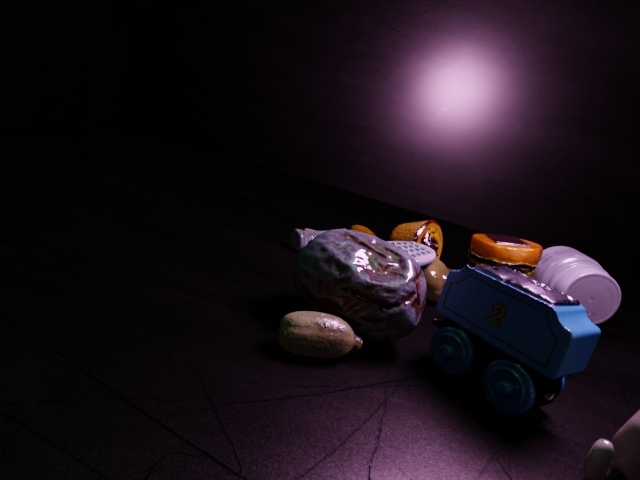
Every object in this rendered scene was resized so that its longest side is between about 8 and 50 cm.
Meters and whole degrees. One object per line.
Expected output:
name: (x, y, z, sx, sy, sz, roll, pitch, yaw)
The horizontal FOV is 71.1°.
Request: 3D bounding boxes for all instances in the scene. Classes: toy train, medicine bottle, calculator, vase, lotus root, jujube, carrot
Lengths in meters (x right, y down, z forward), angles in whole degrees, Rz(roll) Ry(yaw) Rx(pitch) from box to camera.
toy train: (0.394, 0.196, 0.965, 0.188, 0.265, 0.300, 4, 18, -39)
medicine bottle: (0.949, 0.169, 1.696, 0.245, 0.245, 0.306, 17, 15, 1)
calculator: (0.221, 0.048, 1.387, 0.295, 0.042, 0.184, -6, 22, -25)
vase: (0.000, 0.000, 1.611, 0.219, 0.096, 0.096, 2, 20, -35)
lotus root: (0.004, 0.192, 0.906, 0.183, 0.090, 0.077, 14, -13, -17)
jujube: (0.099, 0.109, 1.055, 0.308, 0.215, 0.246, 32, 43, 24)
carrot: (0.182, 0.031, 1.644, 0.114, 0.114, 0.302, 9, 19, -26)

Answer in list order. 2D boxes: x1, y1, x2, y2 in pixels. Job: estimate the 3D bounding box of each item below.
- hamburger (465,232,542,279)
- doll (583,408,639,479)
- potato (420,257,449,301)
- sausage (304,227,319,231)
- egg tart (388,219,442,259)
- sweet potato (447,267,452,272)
hamburger: (0.699, 0.100, 1.723, 0.291, 0.225, 0.291, 9, 12, -2)
doll: (0.642, 0.374, 0.685, 0.370, 0.226, 0.215, 23, -19, 39)
potato: (0.339, 0.117, 1.463, 0.154, 0.137, 0.200, -21, 29, -21)
sausage: (-0.001, -0.024, 1.819, 0.132, 0.024, 0.024, 15, 15, -1)
egg tart: (0.371, 0.022, 1.742, 0.171, 0.215, 0.215, 9, 6, 44)
sweet potato: (0.459, 0.130, 1.648, 0.077, 0.077, 0.244, 19, 16, 10)
